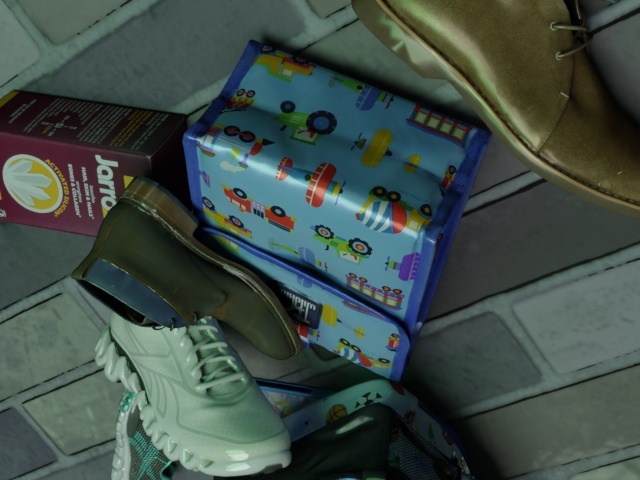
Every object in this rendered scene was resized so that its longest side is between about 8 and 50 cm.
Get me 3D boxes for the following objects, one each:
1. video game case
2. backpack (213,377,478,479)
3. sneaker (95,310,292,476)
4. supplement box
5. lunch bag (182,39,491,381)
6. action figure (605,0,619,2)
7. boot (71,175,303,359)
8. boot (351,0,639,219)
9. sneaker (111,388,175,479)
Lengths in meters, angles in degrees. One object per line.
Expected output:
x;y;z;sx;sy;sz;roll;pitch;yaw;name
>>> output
-0.041;0.199;1.335;0.166;0.015;0.119;7;125;19;video game case
0.046;0.282;1.221;0.276;0.213;0.263;-26;118;36;backpack
-0.125;0.119;1.195;0.292;0.110;0.118;36;124;44;sneaker
-0.221;-0.068;1.184;0.188;0.081;0.104;10;126;17;supplement box
0.000;0.000;1.128;0.221;0.138;0.293;23;143;10;lunch bag
0.338;-0.186;0.854;0.341;0.178;0.330;13;127;53;action figure
-0.116;0.056;1.104;0.219;0.106;0.082;45;155;-17;boot
0.174;-0.132;0.962;0.305;0.112;0.115;38;118;-3;boot
-0.186;0.212;1.388;0.076;0.065;0.166;8;131;-2;sneaker
